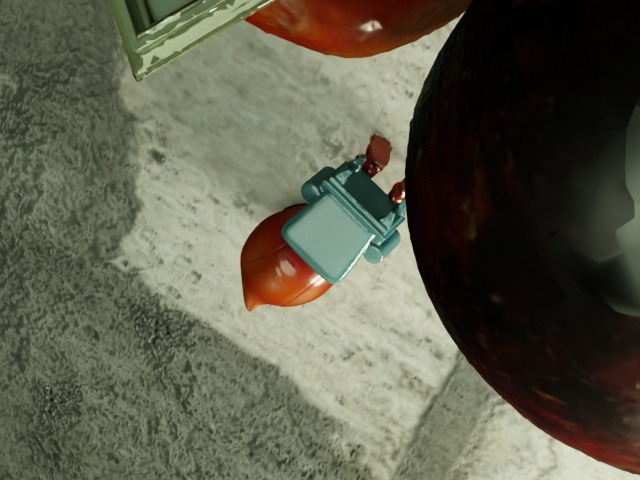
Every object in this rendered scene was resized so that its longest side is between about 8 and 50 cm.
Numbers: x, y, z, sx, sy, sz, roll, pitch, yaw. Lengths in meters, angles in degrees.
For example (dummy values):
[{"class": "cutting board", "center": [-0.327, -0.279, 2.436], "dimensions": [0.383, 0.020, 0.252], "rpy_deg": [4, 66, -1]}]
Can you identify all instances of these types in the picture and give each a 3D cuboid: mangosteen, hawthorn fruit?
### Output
[{"class": "mangosteen", "center": [0.196, -0.056, 0.821], "dimensions": [0.306, 0.359, 0.306], "rpy_deg": [3, 144, 2]}, {"class": "hawthorn fruit", "center": [0.009, -0.173, 0.882], "dimensions": [0.179, 0.200, 0.179], "rpy_deg": [9, 120, 16]}]

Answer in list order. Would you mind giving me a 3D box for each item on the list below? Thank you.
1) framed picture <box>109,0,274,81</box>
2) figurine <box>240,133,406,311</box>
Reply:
[{"class": "framed picture", "center": [0.000, -0.235, 0.809], "dimensions": [0.293, 0.018, 0.231], "rpy_deg": [-29, 61, 15]}, {"class": "figurine", "center": [0.000, 0.000, 1.075], "dimensions": [0.068, 0.075, 0.140], "rpy_deg": [46, 129, -2]}]
